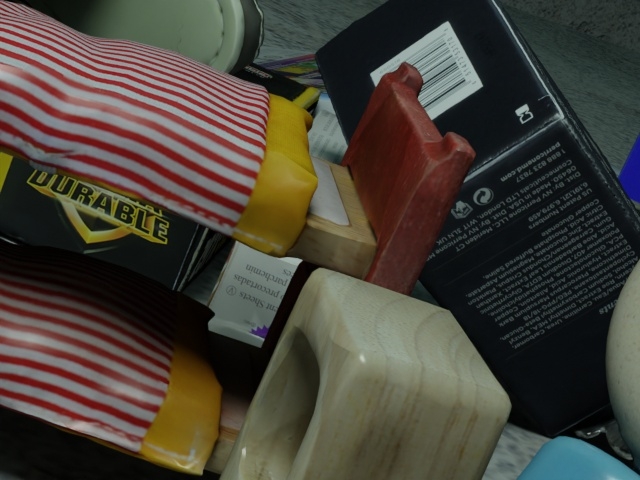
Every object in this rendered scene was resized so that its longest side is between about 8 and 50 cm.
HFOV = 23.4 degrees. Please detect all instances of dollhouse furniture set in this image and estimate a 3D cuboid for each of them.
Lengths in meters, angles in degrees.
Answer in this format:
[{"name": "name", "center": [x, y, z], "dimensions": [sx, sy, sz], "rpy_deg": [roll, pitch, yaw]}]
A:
[{"name": "dollhouse furniture set", "center": [-0.061, 0.032, 0.373], "dimensions": [0.201, 0.152, 0.374], "rpy_deg": [19, 15, -13]}]

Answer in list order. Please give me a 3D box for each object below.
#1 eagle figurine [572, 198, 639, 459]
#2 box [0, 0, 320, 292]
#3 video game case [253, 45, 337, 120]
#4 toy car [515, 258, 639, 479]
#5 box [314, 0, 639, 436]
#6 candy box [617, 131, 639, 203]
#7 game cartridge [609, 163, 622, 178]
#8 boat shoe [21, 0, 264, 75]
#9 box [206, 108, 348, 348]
[{"name": "eagle figurine", "center": [0.238, 0.025, 0.815], "dimensions": [0.226, 0.298, 0.225], "rpy_deg": [-3, -30, 22]}, {"name": "box", "center": [-0.177, -0.093, 0.787], "dimensions": [0.322, 0.079, 0.257], "rpy_deg": [24, 17, 3]}, {"name": "video game case", "center": [-0.029, -0.104, 1.018], "dimensions": [0.183, 0.023, 0.201], "rpy_deg": [10, 14, 21]}, {"name": "toy car", "center": [0.223, 0.101, 0.577], "dimensions": [0.210, 0.219, 0.238], "rpy_deg": [34, -10, 38]}, {"name": "box", "center": [0.087, -0.022, 0.719], "dimensions": [0.158, 0.093, 0.156], "rpy_deg": [48, 15, -34]}, {"name": "candy box", "center": [0.352, -0.062, 0.987], "dimensions": [0.268, 0.317, 0.122], "rpy_deg": [29, 14, 19]}, {"name": "game cartridge", "center": [0.124, -0.053, 1.139], "dimensions": [0.198, 0.062, 0.297], "rpy_deg": [31, 17, 14]}, {"name": "boat shoe", "center": [-0.104, -0.132, 0.723], "dimensions": [0.228, 0.081, 0.069], "rpy_deg": [30, 21, 32]}, {"name": "box", "center": [0.000, 0.000, 0.747], "dimensions": [0.067, 0.063, 0.324], "rpy_deg": [24, 15, -1]}]
